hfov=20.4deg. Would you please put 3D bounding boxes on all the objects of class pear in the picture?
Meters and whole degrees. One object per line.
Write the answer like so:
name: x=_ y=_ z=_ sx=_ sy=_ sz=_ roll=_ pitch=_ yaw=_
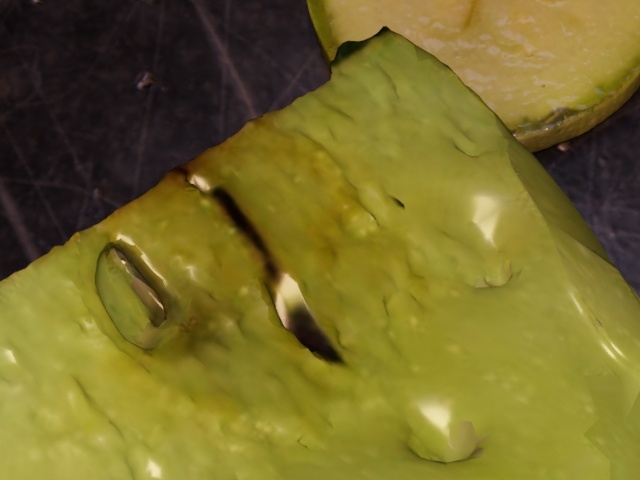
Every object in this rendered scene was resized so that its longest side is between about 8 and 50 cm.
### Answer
pear: x=-0.005 y=0.130 z=0.683 sx=0.318 sy=0.238 sz=0.342 roll=45 pitch=50 yaw=12

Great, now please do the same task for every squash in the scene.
squash: x=0.099 y=-0.151 z=1.024 sx=0.219 sy=0.041 sz=0.219 roll=-3 pitch=65 yaw=7
